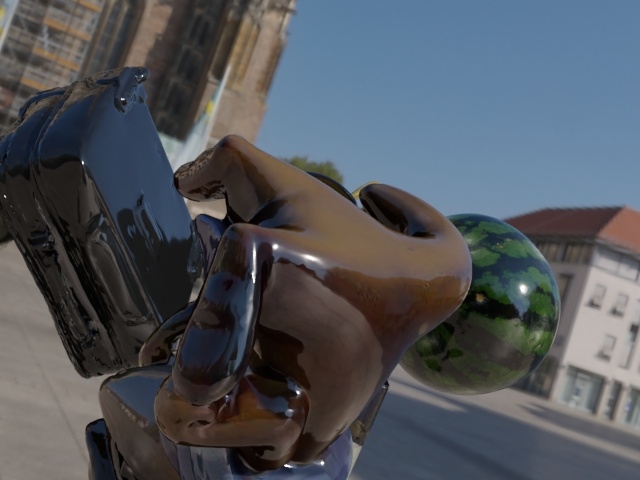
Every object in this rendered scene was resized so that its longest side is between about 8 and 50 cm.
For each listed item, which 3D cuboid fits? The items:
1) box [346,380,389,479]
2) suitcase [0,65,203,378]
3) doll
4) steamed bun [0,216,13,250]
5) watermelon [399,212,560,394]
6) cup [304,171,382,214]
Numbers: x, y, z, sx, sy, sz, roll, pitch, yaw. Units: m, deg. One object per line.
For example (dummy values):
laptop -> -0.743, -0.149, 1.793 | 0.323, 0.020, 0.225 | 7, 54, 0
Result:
box -> 0.008, 0.262, 1.208 | 0.071, 0.259, 0.168 | 21, 16, -10
suitcase -> -0.286, -0.024, 1.178 | 0.188, 0.345, 0.339 | -12, 31, 6
doll -> -0.054, 0.086, 0.612 | 0.209, 0.340, 0.318 | 33, 34, 10
steamed bun -> -0.614, -0.031, 1.247 | 0.312, 0.334, 0.233 | 51, -30, -10
watermelon -> 0.229, 0.098, 1.372 | 0.285, 0.285, 0.285 | 18, -5, 2
cup -> 0.001, 0.020, 1.485 | 0.254, 0.179, 0.256 | -9, -25, -14
